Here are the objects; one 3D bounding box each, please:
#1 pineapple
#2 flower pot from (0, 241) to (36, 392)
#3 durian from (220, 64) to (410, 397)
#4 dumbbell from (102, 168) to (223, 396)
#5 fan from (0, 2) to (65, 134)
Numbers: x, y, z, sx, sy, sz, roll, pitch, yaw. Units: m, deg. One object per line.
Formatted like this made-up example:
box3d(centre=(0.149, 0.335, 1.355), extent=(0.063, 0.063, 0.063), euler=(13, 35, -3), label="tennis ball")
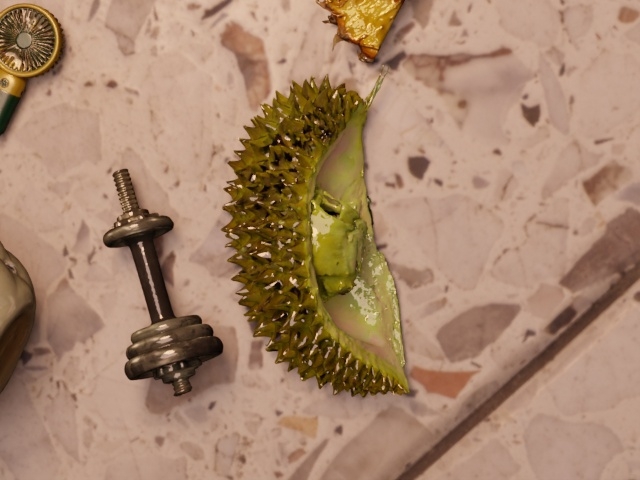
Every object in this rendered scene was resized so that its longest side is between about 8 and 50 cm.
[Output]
box3d(centre=(0.053, -0.263, 1.880), extent=(0.116, 0.069, 0.137), euler=(-17, 98, 2), label="pineapple")
box3d(centre=(-0.420, 0.087, 1.854), extent=(0.195, 0.246, 0.246), euler=(24, 94, 6), label="flower pot")
box3d(centre=(-0.008, -0.004, 1.883), extent=(0.169, 0.157, 0.356), euler=(-5, 91, -28), label="durian")
box3d(centre=(-0.181, 0.044, 1.894), extent=(0.110, 0.110, 0.254), euler=(-17, 82, 7), label="dumbbell")
box3d(centre=(-0.340, -0.188, 1.938), extent=(0.082, 0.039, 0.155), euler=(28, 95, 6), label="fan")
